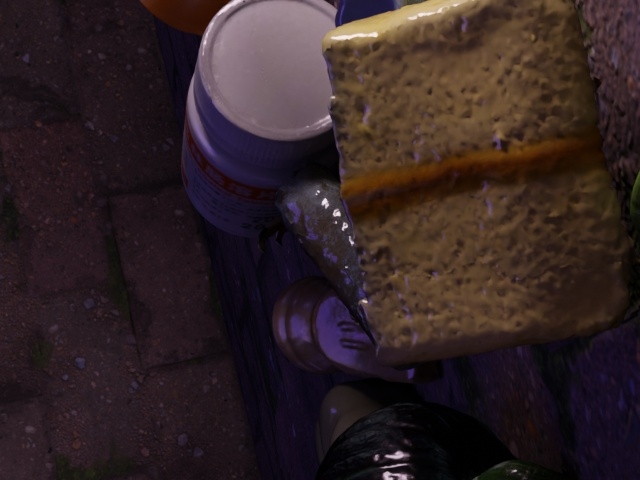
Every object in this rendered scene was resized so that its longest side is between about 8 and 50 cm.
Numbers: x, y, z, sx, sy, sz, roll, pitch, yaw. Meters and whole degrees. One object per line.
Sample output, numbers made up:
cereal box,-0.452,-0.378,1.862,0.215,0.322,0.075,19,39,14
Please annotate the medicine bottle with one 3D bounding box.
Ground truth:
medicine bottle,-0.067,-0.147,1.555,0.371,0.211,0.211,116,141,-72

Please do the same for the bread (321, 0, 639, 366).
bread,0.147,-0.062,0.932,0.236,0.198,0.263,-20,-79,-64

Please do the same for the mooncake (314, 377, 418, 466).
mooncake,0.068,0.303,1.549,0.275,0.135,0.275,173,90,-80

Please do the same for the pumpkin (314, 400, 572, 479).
pumpkin,0.121,0.252,1.111,0.248,0.248,0.248,169,90,-78

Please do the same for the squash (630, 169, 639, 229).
squash,0.214,-0.039,0.783,0.089,0.027,0.027,93,162,-44

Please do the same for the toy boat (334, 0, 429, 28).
toy boat,0.075,-0.192,1.112,0.199,0.100,0.290,-121,23,-59

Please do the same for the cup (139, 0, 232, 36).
cup,-0.112,-0.368,1.549,0.264,0.182,0.226,-32,89,50

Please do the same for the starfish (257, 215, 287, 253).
starfish,0.000,0.001,1.517,0.190,0.146,0.074,-102,35,-81

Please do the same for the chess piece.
chess piece,0.053,0.111,1.516,0.301,0.137,0.137,0,101,65

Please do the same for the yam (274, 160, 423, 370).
yam,0.041,0.021,1.368,0.259,0.093,0.093,52,154,35
